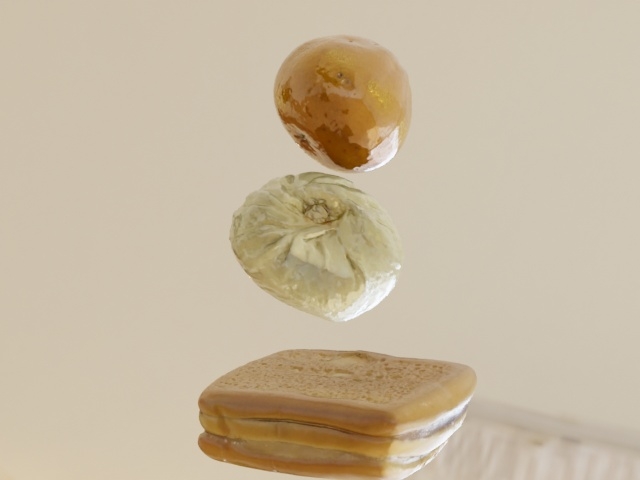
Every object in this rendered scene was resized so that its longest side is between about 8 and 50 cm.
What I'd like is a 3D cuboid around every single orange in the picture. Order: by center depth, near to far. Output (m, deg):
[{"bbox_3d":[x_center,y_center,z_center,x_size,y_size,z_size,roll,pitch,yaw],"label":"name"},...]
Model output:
[{"bbox_3d":[0.029,-0.150,1.960,0.159,0.136,0.159,45,-14,15],"label":"orange"}]

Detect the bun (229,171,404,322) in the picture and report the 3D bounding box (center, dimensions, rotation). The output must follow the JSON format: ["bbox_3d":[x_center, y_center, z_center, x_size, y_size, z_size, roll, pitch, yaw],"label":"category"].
[{"bbox_3d":[0.000,0.000,1.902,0.188,0.164,0.111,28,-36,-8],"label":"bun"}]

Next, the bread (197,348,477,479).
[{"bbox_3d":[0.012,0.128,1.333,0.200,0.077,0.116,2,11,37],"label":"bread"}]
